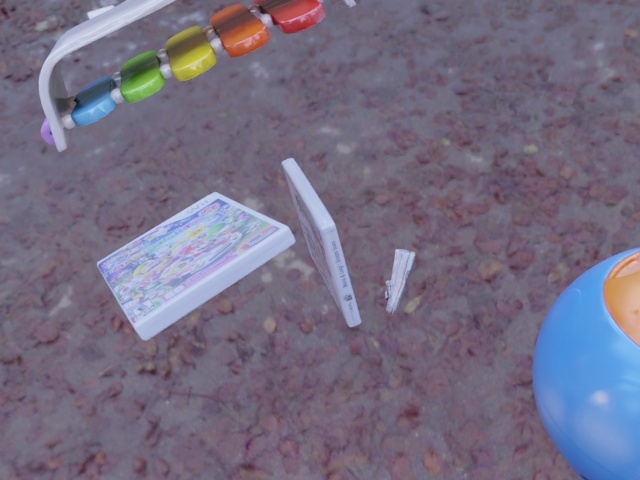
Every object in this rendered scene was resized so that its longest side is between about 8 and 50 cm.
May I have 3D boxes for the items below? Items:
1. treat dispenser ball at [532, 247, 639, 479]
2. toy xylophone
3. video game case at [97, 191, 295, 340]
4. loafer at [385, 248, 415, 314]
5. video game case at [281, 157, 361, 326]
[{"bbox_3d":[0.374,0.146,0.707,0.289,0.288,0.288,-4,53,5],"label":"treat dispenser ball"},{"bbox_3d":[-0.131,-0.212,0.656,0.323,0.081,0.236,-23,29,6],"label":"toy xylophone"},{"bbox_3d":[-0.074,0.007,0.370,0.087,0.011,0.122,-34,24,-16],"label":"video game case"},{"bbox_3d":[0.136,0.073,1.218,0.039,0.045,0.125,18,70,12],"label":"loafer"},{"bbox_3d":[0.000,0.000,0.767,0.019,0.143,0.157,-21,37,-7],"label":"video game case"}]
